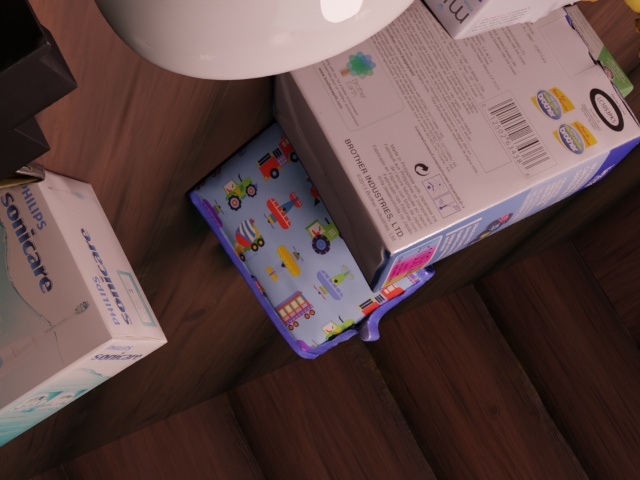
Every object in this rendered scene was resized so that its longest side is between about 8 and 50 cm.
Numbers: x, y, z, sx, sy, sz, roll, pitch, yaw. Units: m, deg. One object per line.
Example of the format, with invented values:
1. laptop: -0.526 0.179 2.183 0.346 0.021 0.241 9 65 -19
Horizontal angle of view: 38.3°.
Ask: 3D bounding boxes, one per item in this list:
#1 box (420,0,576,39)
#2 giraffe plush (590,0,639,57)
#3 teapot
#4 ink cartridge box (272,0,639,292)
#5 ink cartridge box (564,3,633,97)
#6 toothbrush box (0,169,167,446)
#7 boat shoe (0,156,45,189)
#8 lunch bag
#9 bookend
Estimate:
1. box: 0.228 -0.319 0.837 0.262 0.127 0.231 -27 168 -40
2. giraffe plush: 0.432 -0.316 1.188 0.181 0.171 0.210 -30 165 2
3. teapot: -0.043 -0.235 0.550 0.256 0.252 0.187 -52 144 -28
4. ink cartridge box: 0.178 -0.151 1.075 0.395 0.270 0.151 -25 166 -12
5. ink cartridge box: 0.303 -0.226 1.279 0.212 0.154 0.093 -20 163 -30
6. toothbrush box: -0.354 0.090 1.012 0.295 0.216 0.126 -33 165 12
7. boat shoe: -0.332 -0.063 0.867 0.152 0.049 0.056 -19 162 -32
8. lunch bag: 0.000 0.000 1.202 0.221 0.293 0.138 -36 163 25
9. bookend: -0.266 -0.120 0.758 0.157 0.072 0.156 -31 166 6
